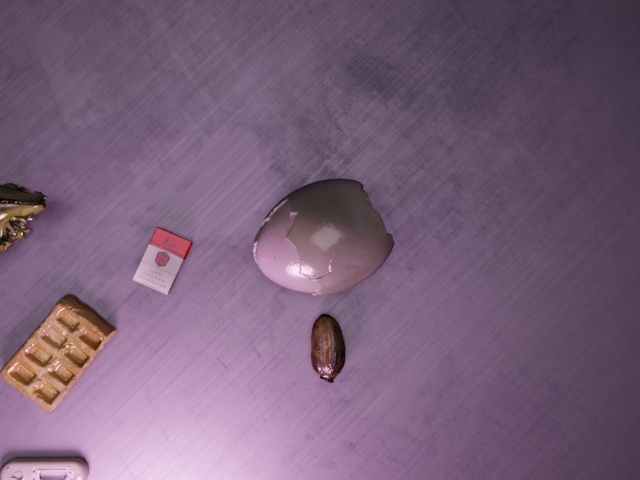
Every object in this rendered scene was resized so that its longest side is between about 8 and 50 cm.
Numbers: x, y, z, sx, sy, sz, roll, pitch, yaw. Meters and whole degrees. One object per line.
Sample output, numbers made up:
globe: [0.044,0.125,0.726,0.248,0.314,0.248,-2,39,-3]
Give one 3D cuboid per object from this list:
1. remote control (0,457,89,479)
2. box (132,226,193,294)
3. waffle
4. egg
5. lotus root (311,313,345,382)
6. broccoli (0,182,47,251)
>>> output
remote control: [-0.704,0.595,1.801,0.221,0.042,0.078,1,89,-4]
box: [-0.409,0.053,1.840,0.100,0.048,0.152,24,89,-4]
waffle: [-0.671,0.288,1.807,0.168,0.057,0.274,39,86,-1]
egg: [0.000,0.000,1.754,0.336,0.278,0.278,-27,90,-2]
lotus root: [0.020,0.280,1.843,0.089,0.080,0.179,-2,84,10]
broccoli: [-0.800,-0.036,1.741,0.273,0.242,0.180,7,109,3]
